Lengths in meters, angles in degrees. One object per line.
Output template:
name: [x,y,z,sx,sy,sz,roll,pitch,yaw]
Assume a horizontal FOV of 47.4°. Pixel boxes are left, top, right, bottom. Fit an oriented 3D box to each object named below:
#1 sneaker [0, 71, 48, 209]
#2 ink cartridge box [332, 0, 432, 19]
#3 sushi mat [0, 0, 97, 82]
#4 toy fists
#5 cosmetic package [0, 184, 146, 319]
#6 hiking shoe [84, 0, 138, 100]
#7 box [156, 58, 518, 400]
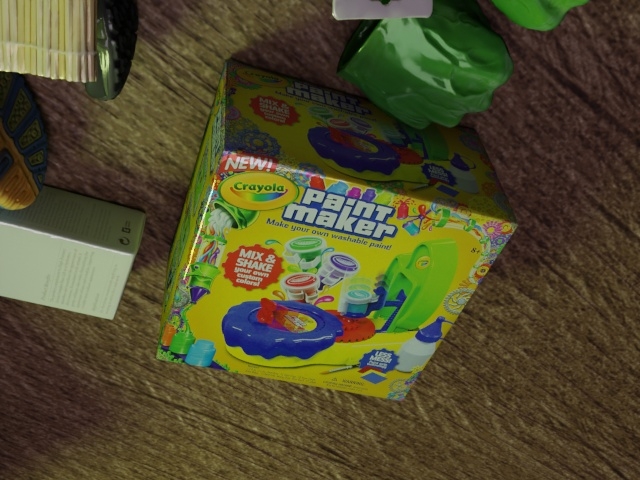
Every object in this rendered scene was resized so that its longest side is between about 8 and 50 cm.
sneaker: [-0.379,-0.150,0.688,0.130,0.112,0.297,-5,132,22]
ink cartridge box: [0.034,-0.267,0.567,0.104,0.061,0.182,-12,110,-32]
sushi mat: [-0.242,-0.285,0.543,0.151,0.019,0.317,6,109,-2]
toy fists: [0.143,-0.219,0.667,0.142,0.096,0.279,31,124,-17]
cosmetic package: [-0.328,0.002,0.820,0.230,0.086,0.117,17,127,-16]
hiking shoe: [-0.233,-0.231,0.637,0.114,0.086,0.227,-3,121,5]
box: [0.000,0.000,0.787,0.289,0.177,0.279,12,127,-15]
